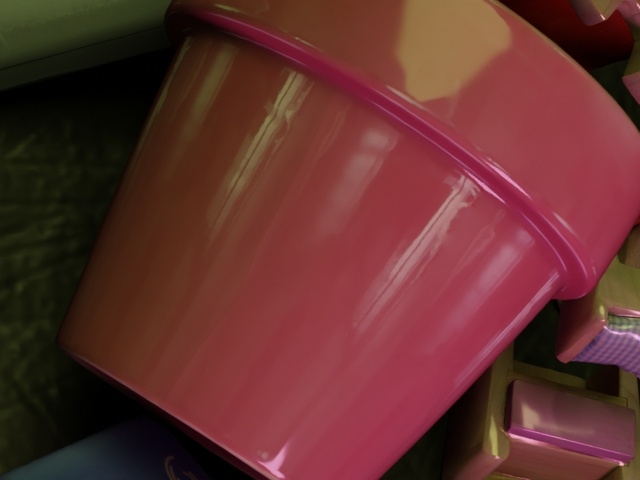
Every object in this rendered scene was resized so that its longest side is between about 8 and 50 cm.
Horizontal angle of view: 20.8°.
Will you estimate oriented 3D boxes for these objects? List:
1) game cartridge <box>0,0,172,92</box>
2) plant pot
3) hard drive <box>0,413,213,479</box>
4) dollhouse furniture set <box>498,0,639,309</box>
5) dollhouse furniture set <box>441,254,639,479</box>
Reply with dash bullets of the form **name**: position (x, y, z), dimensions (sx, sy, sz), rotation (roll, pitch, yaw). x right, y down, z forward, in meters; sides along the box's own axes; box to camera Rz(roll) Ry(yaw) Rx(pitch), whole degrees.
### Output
- **game cartridge**: position (-0.132, -0.214, 0.807), dimensions (0.196, 0.060, 0.294), rotation (-14, 67, -4)
- **plant pot**: position (0.000, 0.000, 0.677), dimensions (0.201, 0.201, 0.180), rotation (33, 80, -1)
- **hard drive**: position (-0.061, 0.169, 0.551), dimensions (0.210, 0.040, 0.318), rotation (48, 16, 8)
- **dollhouse furniture set**: position (0.146, -0.120, 0.751), dimensions (0.262, 0.259, 0.135), rotation (52, 51, -22)
- **dollhouse furniture set**: position (0.233, 0.102, 0.666), dimensions (0.286, 0.303, 0.198), rotation (15, 57, -13)
